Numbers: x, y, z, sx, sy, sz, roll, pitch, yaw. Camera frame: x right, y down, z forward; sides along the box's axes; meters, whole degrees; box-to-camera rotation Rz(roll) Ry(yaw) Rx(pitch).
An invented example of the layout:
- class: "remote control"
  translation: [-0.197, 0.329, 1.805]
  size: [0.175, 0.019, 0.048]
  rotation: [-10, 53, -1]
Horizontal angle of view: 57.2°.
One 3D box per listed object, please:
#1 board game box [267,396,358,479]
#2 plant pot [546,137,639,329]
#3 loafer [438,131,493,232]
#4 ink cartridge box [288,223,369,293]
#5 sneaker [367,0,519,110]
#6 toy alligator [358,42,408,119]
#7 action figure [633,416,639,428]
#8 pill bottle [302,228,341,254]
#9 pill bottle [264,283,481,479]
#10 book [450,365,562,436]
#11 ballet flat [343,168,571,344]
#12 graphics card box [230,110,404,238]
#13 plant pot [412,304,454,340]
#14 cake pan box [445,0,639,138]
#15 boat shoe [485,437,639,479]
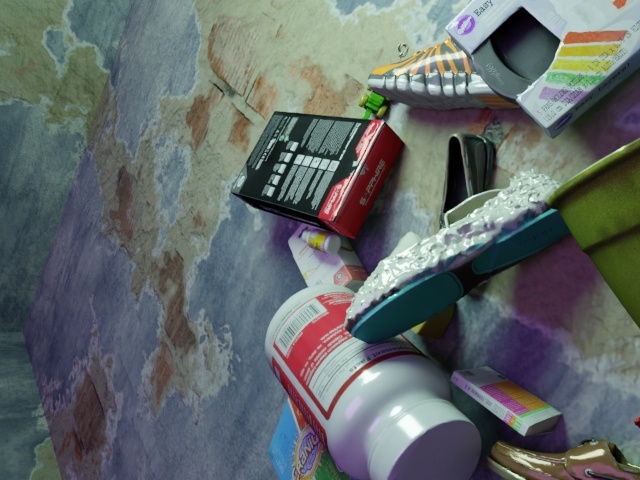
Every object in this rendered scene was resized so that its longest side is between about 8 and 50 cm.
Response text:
- class: "board game box"
  translation: [0.005, 0.438, 1.183]
  size: [0.316, 0.064, 0.242]
  rotation: [44, 117, 58]
- class: "plant pot"
  translation: [0.482, 0.041, 0.591]
  size: [0.367, 0.367, 0.352]
  rotation: [-31, 75, 41]
- class: "loafer"
  translation: [0.241, -0.058, 1.028]
  size: [0.096, 0.084, 0.267]
  rotation: [1, 86, 47]
- class: "ink cartridge box"
  translation: [0.014, 0.043, 1.279]
  size: [0.115, 0.067, 0.198]
  rotation: [-48, 53, 30]
- class: "sneaker"
  translation: [0.239, -0.337, 1.060]
  size: [0.321, 0.125, 0.179]
  rotation: [13, 90, 37]
- class: "toy alligator"
  translation: [0.130, -0.322, 1.216]
  size: [0.189, 0.056, 0.051]
  rotation: [-61, 6, 23]
- class: "action figure"
  translation: [0.438, 0.231, 0.688]
  size: [0.091, 0.139, 0.280]
  rotation: [-50, 23, 39]
- class: "pill bottle"
  translation: [0.000, 0.000, 1.220]
  size: [0.083, 0.043, 0.043]
  rotation: [18, 99, 45]
- class: "pill bottle"
  translation: [0.077, 0.257, 1.015]
  size: [0.408, 0.229, 0.228]
  rotation: [40, 115, 54]
- class: "book"
  translation: [0.289, 0.249, 0.925]
  size: [0.144, 0.096, 0.035]
  rotation: [35, 111, 45]
- class: "ballet flat"
  translation: [0.210, 0.021, 0.938]
  size: [0.409, 0.147, 0.147]
  rotation: [-29, 58, 4]
- class: "graphics card box"
  translation: [-0.020, -0.155, 1.276]
  size: [0.371, 0.094, 0.232]
  rotation: [18, 78, 46]
- class: "plant pot"
  translation: [0.194, 0.120, 1.064]
  size: [0.083, 0.082, 0.081]
  rotation: [-57, 47, 12]
- class: "cake pan box"
  translation: [0.356, -0.322, 0.873]
  size: [0.267, 0.070, 0.245]
  rotation: [-42, 64, 18]
- class: "boat shoe"
  translation: [0.386, 0.325, 0.809]
  size: [0.308, 0.111, 0.104]
  rotation: [11, 85, 36]
